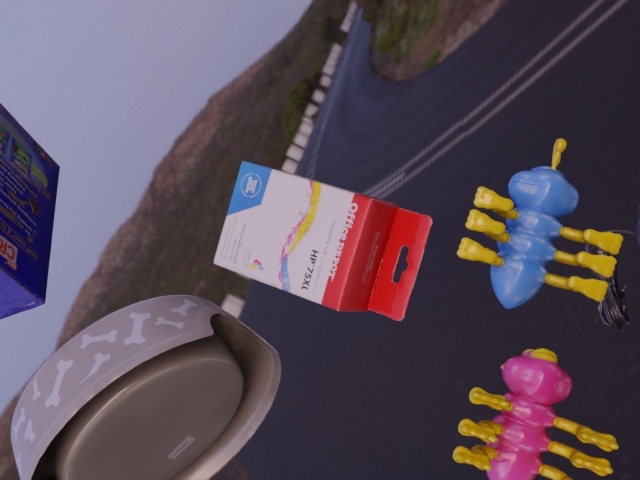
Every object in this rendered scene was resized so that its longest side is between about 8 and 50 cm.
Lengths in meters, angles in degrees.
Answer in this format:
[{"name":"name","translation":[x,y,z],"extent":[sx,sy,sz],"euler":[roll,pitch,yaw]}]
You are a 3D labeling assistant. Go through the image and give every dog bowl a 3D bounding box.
[{"name":"dog bowl","translation":[-0.218,0.214,0.984],"extent":[0.349,0.102,0.348],"euler":[-29,-35,-23]}]

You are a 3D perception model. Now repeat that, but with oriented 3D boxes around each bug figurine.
[{"name":"bug figurine","translation":[0.198,0.076,0.470],"extent":[0.072,0.279,0.216],"euler":[85,-153,-86]}]

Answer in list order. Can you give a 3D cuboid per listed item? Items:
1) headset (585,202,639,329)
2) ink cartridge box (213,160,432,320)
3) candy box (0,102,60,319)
[{"name":"headset","translation":[0.514,0.016,1.026],"extent":[0.394,0.244,0.185],"euler":[-17,78,59]},{"name":"ink cartridge box","translation":[0.000,0.000,0.926],"extent":[0.078,0.231,0.134],"euler":[9,-82,-61]},{"name":"candy box","translation":[-0.529,-0.075,1.182],"extent":[0.122,0.268,0.317],"euler":[-23,45,10]}]
